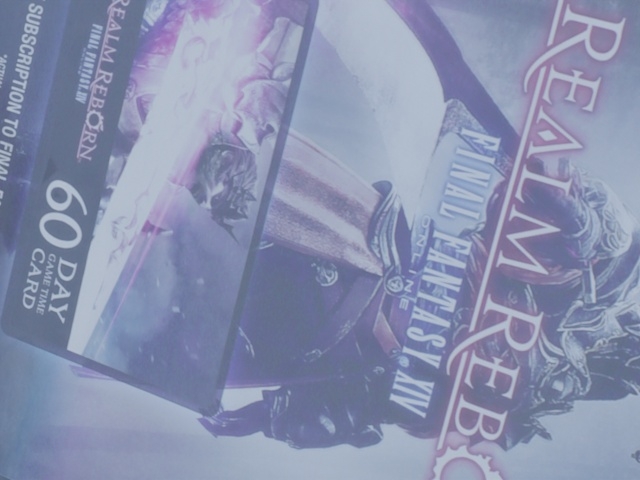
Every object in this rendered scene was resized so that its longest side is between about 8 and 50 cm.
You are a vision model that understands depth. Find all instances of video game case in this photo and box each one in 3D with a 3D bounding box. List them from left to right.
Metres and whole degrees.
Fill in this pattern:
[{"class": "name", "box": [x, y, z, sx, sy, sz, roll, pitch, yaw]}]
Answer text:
[{"class": "video game case", "box": [0.000, 0.000, 0.396, 0.026, 0.274, 0.196, -6, -68, -63]}]
